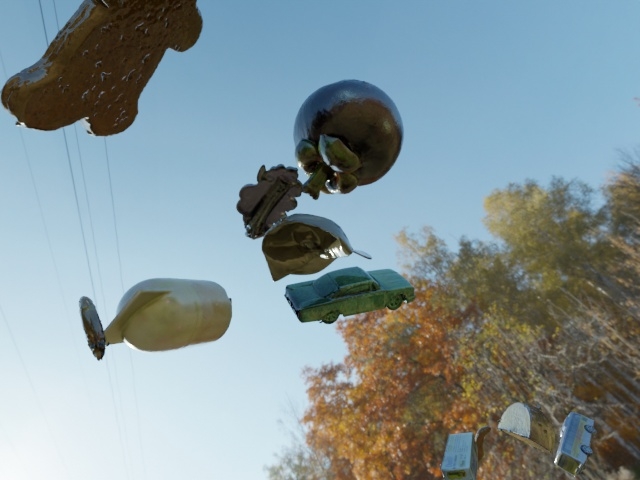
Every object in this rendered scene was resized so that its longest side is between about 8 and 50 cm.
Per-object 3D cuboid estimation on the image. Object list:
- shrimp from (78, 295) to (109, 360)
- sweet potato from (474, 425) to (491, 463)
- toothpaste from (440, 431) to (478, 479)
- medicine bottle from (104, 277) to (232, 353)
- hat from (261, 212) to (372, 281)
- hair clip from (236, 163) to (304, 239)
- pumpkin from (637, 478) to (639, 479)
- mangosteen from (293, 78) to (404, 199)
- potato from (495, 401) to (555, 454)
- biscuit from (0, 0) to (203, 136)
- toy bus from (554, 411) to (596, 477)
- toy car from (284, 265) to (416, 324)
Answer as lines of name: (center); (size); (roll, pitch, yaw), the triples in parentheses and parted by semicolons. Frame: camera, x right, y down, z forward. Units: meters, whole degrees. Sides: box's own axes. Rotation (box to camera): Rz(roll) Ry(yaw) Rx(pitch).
shrimp: (-0.540, 0.209, 0.958); (0.042, 0.190, 0.101); (-12, -46, -36)
sweet potato: (0.407, 0.561, 1.061); (0.044, 0.044, 0.179); (-3, -65, -31)
toothpaste: (0.230, 0.358, 0.664); (0.046, 0.034, 0.164); (-17, -12, 19)
medicine bottle: (-0.490, 0.237, 1.293); (0.236, 0.236, 0.406); (-44, -20, 10)
hat: (0.000, 0.000, 0.747); (0.166, 0.144, 0.173); (-18, 9, 26)
hair clip: (-0.108, -0.075, 0.828); (0.124, 0.052, 0.195); (16, -56, -32)
pumpkin: (0.309, 0.359, 0.238); (0.454, 0.344, 0.455); (-4, -76, -17)
mangosteen: (0.066, -0.282, 1.116); (0.330, 0.330, 0.330); (-18, -44, -18)
potato: (0.461, 0.393, 0.864); (0.089, 0.100, 0.172); (-60, -14, -17)
biscuit: (-0.401, -0.382, 0.799); (0.076, 0.368, 0.394); (39, -77, -2)
toy bus: (0.689, 0.546, 1.090); (0.190, 0.075, 0.064); (-25, -53, -49)
toy car: (0.078, 0.130, 1.029); (0.320, 0.141, 0.097); (-8, -68, -19)
